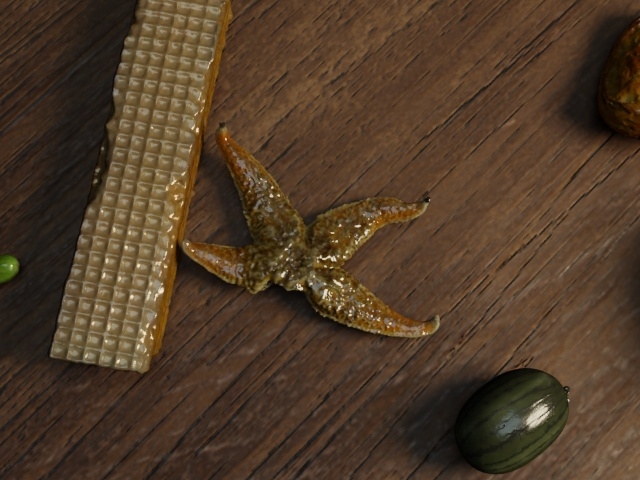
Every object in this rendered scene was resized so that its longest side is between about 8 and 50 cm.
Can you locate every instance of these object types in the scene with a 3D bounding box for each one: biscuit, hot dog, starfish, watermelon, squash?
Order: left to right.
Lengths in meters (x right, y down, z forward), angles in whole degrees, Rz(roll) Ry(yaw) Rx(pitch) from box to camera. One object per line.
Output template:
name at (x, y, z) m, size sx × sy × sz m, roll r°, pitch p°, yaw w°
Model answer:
squash at (-0.315, 0.036, 0.875) m, size 0.089 × 0.027 × 0.027 m, roll -22°, pitch 77°, yaw -2°
biscuit at (-0.158, -0.068, 0.887) m, size 0.094 × 0.054 × 0.378 m, roll 9°, pitch 76°, yaw 1°
starfish at (0.000, -0.001, 0.878) m, size 0.247 × 0.050 × 0.138 m, roll 20°, pitch 76°, yaw -3°
watermelon at (0.164, 0.151, 0.822) m, size 0.111 × 0.078 × 0.078 m, roll -35°, pitch 79°, yaw -14°
hot dog at (0.316, -0.151, 0.906) m, size 0.099 × 0.065 × 0.147 m, roll 16°, pitch 65°, yaw 4°
